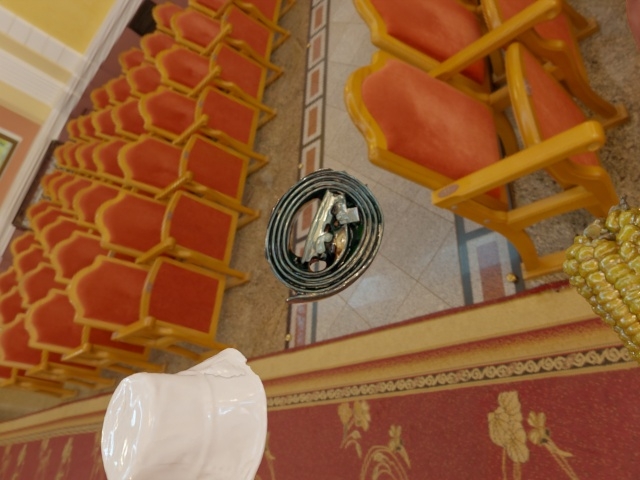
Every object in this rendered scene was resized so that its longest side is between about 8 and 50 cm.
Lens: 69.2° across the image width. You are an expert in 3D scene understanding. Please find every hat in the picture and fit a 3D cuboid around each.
[{"bbox_3d":[-0.167,0.216,0.529,0.203,0.126,0.203,-19,64,44],"label":"hat"}]

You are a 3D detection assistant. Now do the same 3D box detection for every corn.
[{"bbox_3d":[0.324,0.102,0.361,0.102,0.102,0.313,-45,60,23],"label":"corn"}]

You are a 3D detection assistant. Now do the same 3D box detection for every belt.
[{"bbox_3d":[0.000,0.000,0.878,0.267,0.207,0.116,-59,-3,-8],"label":"belt"}]

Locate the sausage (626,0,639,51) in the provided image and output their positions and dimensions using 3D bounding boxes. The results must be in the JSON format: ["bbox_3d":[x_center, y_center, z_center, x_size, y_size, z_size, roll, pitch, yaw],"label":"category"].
[{"bbox_3d":[0.282,-0.170,0.282,0.254,0.148,0.148,-33,16,-38],"label":"sausage"}]
